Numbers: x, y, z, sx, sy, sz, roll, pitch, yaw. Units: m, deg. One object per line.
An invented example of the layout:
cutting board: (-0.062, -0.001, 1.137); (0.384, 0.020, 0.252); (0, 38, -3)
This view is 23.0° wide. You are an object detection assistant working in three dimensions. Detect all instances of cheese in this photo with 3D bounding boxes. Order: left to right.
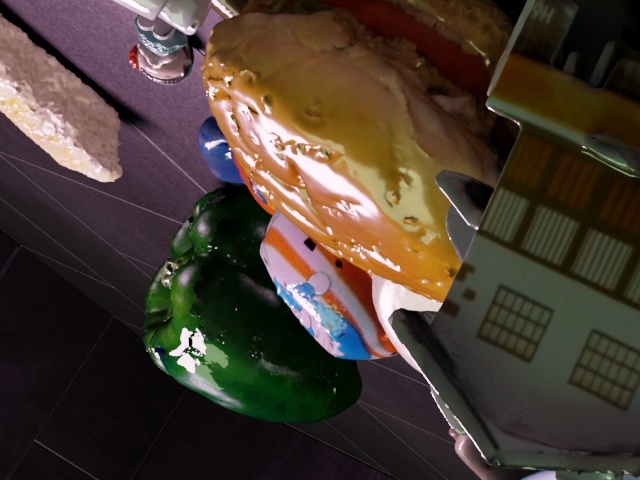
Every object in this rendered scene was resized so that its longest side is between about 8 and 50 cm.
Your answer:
cheese: (0.000, 0.000, 1.489); (0.329, 0.129, 0.217); (46, 170, 29)

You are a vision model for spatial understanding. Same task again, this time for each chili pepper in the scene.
chili pepper: (-0.063, 0.078, 1.750); (0.257, 0.233, 0.248); (27, -174, -16)

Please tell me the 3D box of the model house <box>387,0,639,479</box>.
model house: (0.167, 0.013, 0.804); (0.198, 0.215, 0.224); (25, -173, 23)

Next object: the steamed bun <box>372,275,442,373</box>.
steamed bun: (0.153, 0.032, 1.177); (0.228, 0.130, 0.177); (-4, 121, 36)

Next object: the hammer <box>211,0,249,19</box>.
hammer: (0.039, -0.090, 1.240); (0.365, 0.043, 0.111); (39, 166, -24)

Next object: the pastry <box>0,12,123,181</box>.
pastry: (-0.309, -0.158, 1.695); (0.258, 0.089, 0.121); (38, 171, -31)

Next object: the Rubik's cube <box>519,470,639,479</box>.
Rubik's cube: (0.339, 0.381, 1.399); (0.352, 0.347, 0.351); (1, 166, -5)

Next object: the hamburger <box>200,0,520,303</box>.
hamburger: (0.036, -0.080, 0.995); (0.244, 0.163, 0.244); (31, 170, 6)

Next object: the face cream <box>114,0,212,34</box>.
face cream: (-0.185, -0.227, 1.099); (0.252, 0.101, 0.101); (34, 168, -9)

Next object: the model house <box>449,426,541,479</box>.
model house: (0.225, 0.189, 1.636); (0.229, 0.122, 0.188); (44, -158, -32)

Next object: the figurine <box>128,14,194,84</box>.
figurine: (-0.139, -0.169, 1.342); (0.060, 0.047, 0.106); (14, 162, 3)
